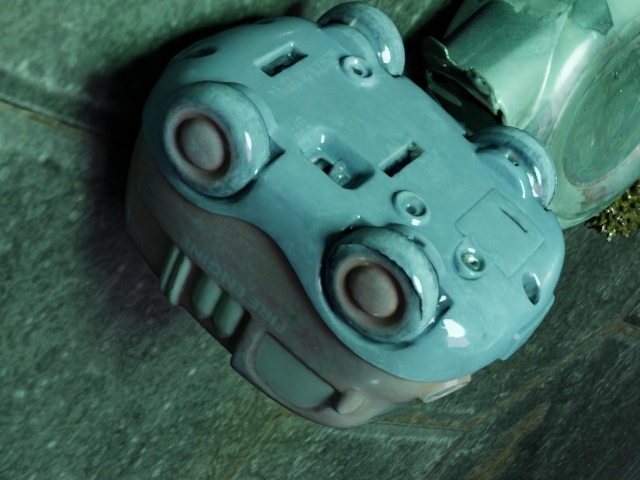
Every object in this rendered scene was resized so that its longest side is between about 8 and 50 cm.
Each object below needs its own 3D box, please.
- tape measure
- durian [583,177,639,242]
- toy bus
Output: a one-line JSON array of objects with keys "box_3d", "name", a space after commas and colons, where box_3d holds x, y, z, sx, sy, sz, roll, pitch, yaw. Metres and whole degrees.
[{"box_3d": [0.206, -0.145, 1.076, 0.256, 0.147, 0.275, -42, 147, -12], "name": "tape measure"}, {"box_3d": [0.340, -0.065, 1.287, 0.196, 0.196, 0.167, -33, 141, -23], "name": "durian"}, {"box_3d": [0.000, 0.000, 0.849, 0.197, 0.294, 0.232, -40, 167, -48], "name": "toy bus"}]
